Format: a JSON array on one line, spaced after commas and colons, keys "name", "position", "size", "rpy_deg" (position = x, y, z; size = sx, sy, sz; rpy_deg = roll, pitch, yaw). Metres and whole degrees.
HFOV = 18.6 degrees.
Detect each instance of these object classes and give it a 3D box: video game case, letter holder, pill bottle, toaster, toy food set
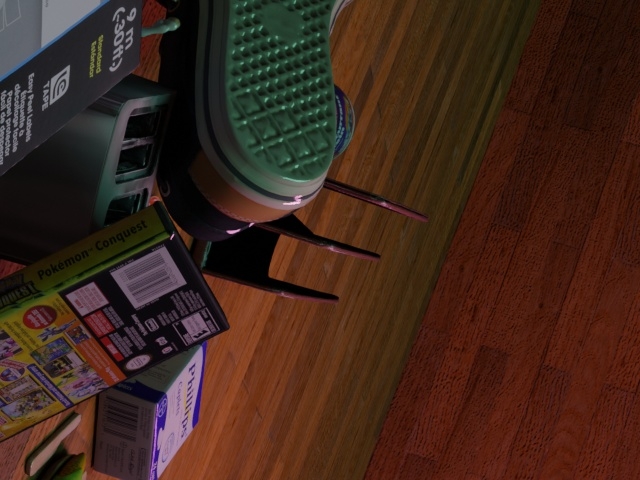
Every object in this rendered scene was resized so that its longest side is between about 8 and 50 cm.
[{"name": "video game case", "position": [-0.213, 0.078, 1.627], "size": [0.248, 0.035, 0.275], "rpy_deg": [-27, 160, -3]}, {"name": "letter holder", "position": [0.000, 0.000, 2.345], "size": [0.302, 0.214, 0.152], "rpy_deg": [14, 93, -77]}, {"name": "pill bottle", "position": [-0.031, -0.145, 2.270], "size": [0.193, 0.108, 0.108], "rpy_deg": [4, 103, -76]}, {"name": "toaster", "position": [-0.208, -0.064, 1.648], "size": [0.186, 0.110, 0.168], "rpy_deg": [-22, 127, -73]}, {"name": "toy food set", "position": [-0.267, 0.283, 1.999], "size": [0.132, 0.039, 0.192], "rpy_deg": [-50, 154, -59]}]

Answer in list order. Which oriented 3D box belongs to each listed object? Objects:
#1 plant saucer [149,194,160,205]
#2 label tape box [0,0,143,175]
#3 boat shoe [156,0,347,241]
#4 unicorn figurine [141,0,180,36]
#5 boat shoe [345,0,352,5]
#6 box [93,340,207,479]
[{"name": "plant saucer", "position": [-0.187, -0.008, 2.013], "size": [0.083, 0.013, 0.083], "rpy_deg": [17, 90, -76]}, {"name": "label tape box", "position": [-0.197, -0.220, 1.401], "size": [0.348, 0.115, 0.249], "rpy_deg": [-44, 150, -45]}, {"name": "boat shoe", "position": [-0.070, -0.205, 1.834], "size": [0.156, 0.187, 0.500], "rpy_deg": [-42, -147, 40]}, {"name": "unicorn figurine", "position": [-0.173, -0.212, 1.658], "size": [0.162, 0.111, 0.060], "rpy_deg": [-79, 168, -61]}, {"name": "boat shoe", "position": [-0.022, -0.306, 2.056], "size": [0.130, 0.132, 0.355], "rpy_deg": [92, 19, -50]}, {"name": "box", "position": [-0.185, 0.177, 2.129], "size": [0.137, 0.072, 0.126], "rpy_deg": [-56, 159, -53]}]
